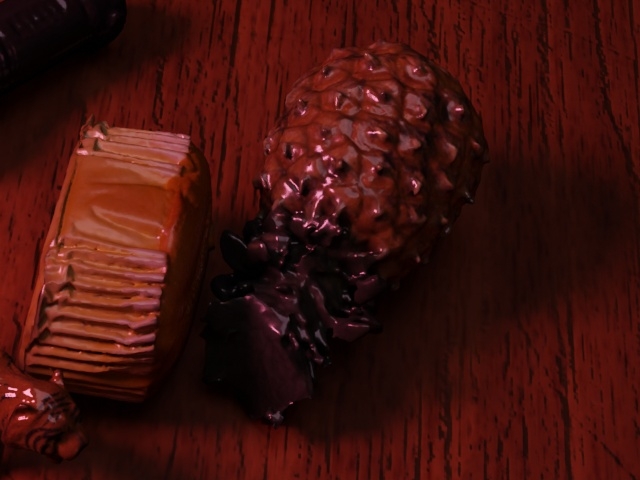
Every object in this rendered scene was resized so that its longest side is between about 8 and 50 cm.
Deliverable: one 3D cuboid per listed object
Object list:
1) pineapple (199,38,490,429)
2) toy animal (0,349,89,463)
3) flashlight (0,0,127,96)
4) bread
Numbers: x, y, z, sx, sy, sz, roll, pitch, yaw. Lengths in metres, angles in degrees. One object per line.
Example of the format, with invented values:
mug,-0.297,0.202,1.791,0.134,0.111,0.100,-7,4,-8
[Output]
pineapple,0.000,0.000,1.342,0.158,0.158,0.279,27,59,10
toy animal,-0.243,0.076,1.220,0.241,0.099,0.057,32,48,13
flashlight,-0.238,-0.137,1.424,0.093,0.093,0.232,35,47,17
bread,-0.127,0.013,1.286,0.114,0.132,0.190,9,51,-5
